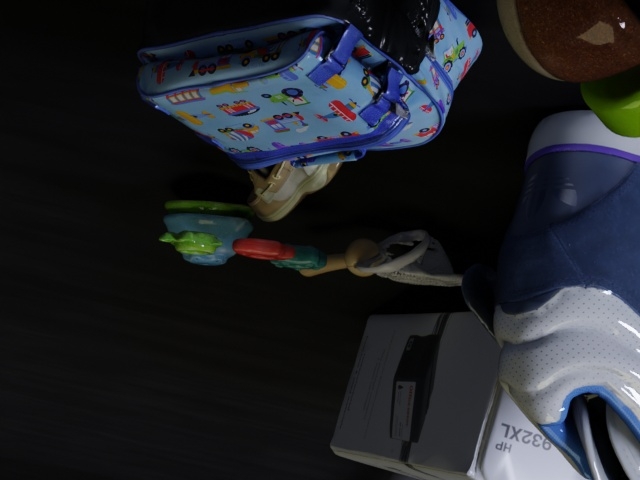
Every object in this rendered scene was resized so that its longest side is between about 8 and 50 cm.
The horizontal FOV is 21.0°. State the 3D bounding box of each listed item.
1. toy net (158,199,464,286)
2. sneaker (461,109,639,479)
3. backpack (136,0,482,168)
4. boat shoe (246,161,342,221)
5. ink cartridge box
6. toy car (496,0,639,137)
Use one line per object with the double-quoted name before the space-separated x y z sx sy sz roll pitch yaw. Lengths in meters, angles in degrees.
"toy net" 0.000 0.000 1.261 0.232 0.045 0.122 6 172 -4
"sneaker" 0.229 0.081 1.127 0.130 0.236 0.323 -13 147 43
"backpack" 0.001 -0.100 0.967 0.158 0.117 0.173 -5 155 33
"boat shoe" -0.024 -0.051 1.179 0.045 0.050 0.135 34 153 -11
"ink cartridge box" 0.170 0.143 1.335 0.223 0.129 0.307 19 172 -16
"toy car" 0.176 -0.134 0.732 0.188 0.149 0.155 7 153 45
